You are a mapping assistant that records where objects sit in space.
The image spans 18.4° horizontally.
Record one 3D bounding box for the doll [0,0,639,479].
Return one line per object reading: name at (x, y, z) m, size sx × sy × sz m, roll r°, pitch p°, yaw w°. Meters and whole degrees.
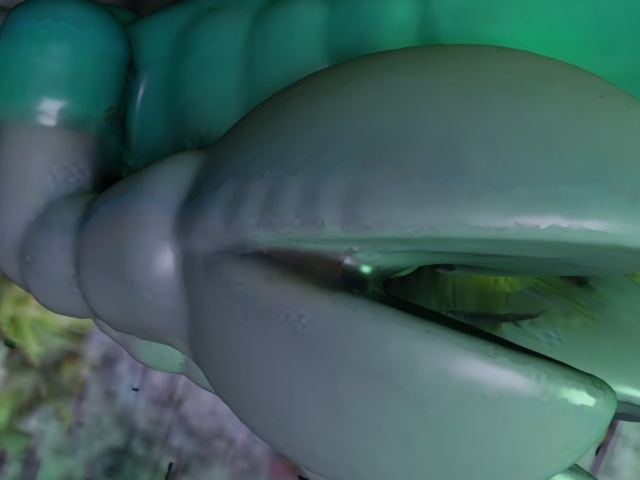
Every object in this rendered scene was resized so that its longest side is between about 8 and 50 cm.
doll at (0.010, 0.002, 0.475) m, size 0.258 × 0.195 × 0.153 m, roll -1°, pitch 83°, yaw 37°
